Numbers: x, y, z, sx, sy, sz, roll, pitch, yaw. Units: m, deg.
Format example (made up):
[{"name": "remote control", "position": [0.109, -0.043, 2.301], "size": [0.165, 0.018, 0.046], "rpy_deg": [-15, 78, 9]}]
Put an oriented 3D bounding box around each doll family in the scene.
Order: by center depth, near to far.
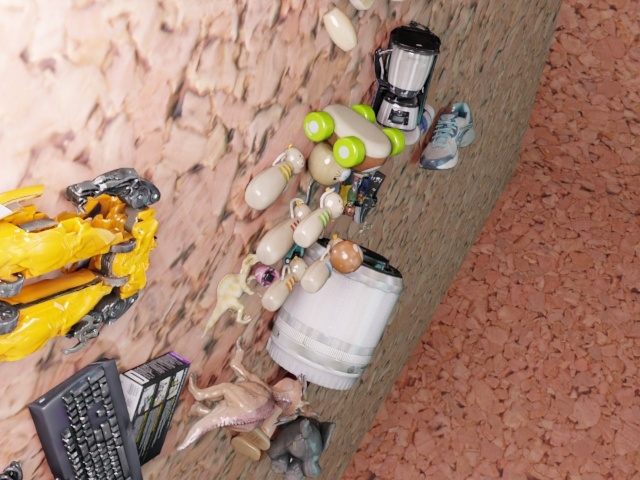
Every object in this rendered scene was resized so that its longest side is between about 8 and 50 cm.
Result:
[{"name": "doll family", "position": [0.067, -0.105, 1.549], "size": [0.193, 0.076, 0.111], "rpy_deg": [-31, 137, -64]}]

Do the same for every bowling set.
[{"name": "bowling set", "position": [0.000, 0.000, 1.243], "size": [0.154, 0.200, 0.287], "rpy_deg": [-50, 147, -45]}]

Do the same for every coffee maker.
[{"name": "coffee maker", "position": [0.178, -0.329, 1.488], "size": [0.171, 0.120, 0.178], "rpy_deg": [-43, 152, -50]}]

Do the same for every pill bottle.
[{"name": "pill bottle", "position": [0.228, -0.284, 1.765], "size": [0.120, 0.067, 0.067], "rpy_deg": [-46, 154, -44]}]

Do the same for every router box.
[{"name": "router box", "position": [-0.276, 0.272, 1.132], "size": [0.133, 0.046, 0.179], "rpy_deg": [-15, 128, -67]}]

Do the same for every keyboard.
[{"name": "keyboard", "position": [-0.331, 0.312, 0.984], "size": [0.201, 0.033, 0.317], "rpy_deg": [-35, 141, -36]}]

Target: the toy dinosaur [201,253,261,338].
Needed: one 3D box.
[{"name": "toy dinosaur", "position": [-0.155, 0.102, 1.267], "size": [0.183, 0.053, 0.092], "rpy_deg": [-58, 143, -22]}]

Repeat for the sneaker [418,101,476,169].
[{"name": "sneaker", "position": [0.348, -0.297, 2.069], "size": [0.283, 0.110, 0.122], "rpy_deg": [-50, 139, -43]}]

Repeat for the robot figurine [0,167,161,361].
[{"name": "robot figurine", "position": [-0.276, 0.024, 0.752], "size": [0.291, 0.085, 0.211], "rpy_deg": [-26, 138, -61]}]

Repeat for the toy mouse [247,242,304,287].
[{"name": "toy mouse", "position": [-0.079, 0.041, 1.374], "size": [0.161, 0.031, 0.143], "rpy_deg": [-48, 145, -22]}]

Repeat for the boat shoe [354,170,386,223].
[{"name": "boat shoe", "position": [0.116, -0.099, 1.736], "size": [0.049, 0.040, 0.142], "rpy_deg": [-32, 143, -59]}]

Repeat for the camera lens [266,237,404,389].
[{"name": "camera lens", "position": [0.033, 0.144, 1.536], "size": [0.274, 0.219, 0.219], "rpy_deg": [-67, 162, 7]}]

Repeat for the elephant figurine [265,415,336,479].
[{"name": "elephant figurine", "position": [-0.046, 0.515, 1.966], "size": [0.169, 0.186, 0.239], "rpy_deg": [64, 23, -10]}]

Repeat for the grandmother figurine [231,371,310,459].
[{"name": "grandmother figurine", "position": [-0.073, 0.345, 1.722], "size": [0.208, 0.104, 0.342], "rpy_deg": [-44, -176, 45]}]

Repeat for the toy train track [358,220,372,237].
[{"name": "toy train track", "position": [0.119, -0.030, 1.878], "size": [0.083, 0.014, 0.048], "rpy_deg": [-26, 138, -63]}]

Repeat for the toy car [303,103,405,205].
[{"name": "toy car", "position": [0.035, -0.137, 1.335], "size": [0.155, 0.149, 0.188], "rpy_deg": [-20, 146, -48]}]

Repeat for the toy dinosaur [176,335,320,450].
[{"name": "toy dinosaur", "position": [-0.124, 0.299, 1.339], "size": [0.296, 0.200, 0.127], "rpy_deg": [-28, 140, -60]}]

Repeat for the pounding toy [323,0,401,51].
[{"name": "pounding toy", "position": [0.044, -0.422, 1.080], "size": [0.154, 0.155, 0.269], "rpy_deg": [50, 53, -39]}]
